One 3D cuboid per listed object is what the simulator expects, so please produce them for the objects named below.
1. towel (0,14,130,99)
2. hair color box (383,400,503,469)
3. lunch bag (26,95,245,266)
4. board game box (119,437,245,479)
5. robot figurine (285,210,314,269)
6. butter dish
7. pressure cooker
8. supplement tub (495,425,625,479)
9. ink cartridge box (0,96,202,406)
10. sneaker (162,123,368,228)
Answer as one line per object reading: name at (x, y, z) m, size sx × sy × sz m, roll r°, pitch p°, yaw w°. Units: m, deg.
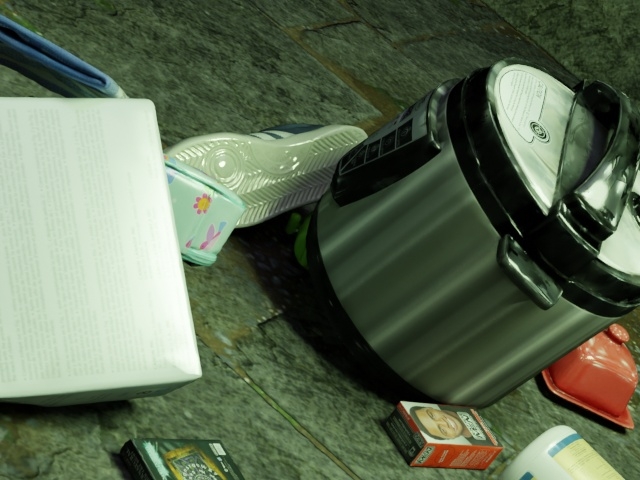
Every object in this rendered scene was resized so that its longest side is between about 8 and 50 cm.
towel at (-0.303, -0.193, 1.815) m, size 0.209 × 0.034 × 0.285 m, roll 28°, pitch -3°, yaw 2°
hair color box at (0.151, 0.240, 2.023) m, size 0.141 × 0.043 × 0.072 m, roll 9°, pitch 36°, yaw -43°
lunch bag at (-0.236, -0.070, 1.968) m, size 0.279 × 0.108 × 0.224 m, roll 26°, pitch 1°, yaw -25°
board game box at (-0.110, 0.272, 1.648) m, size 0.126 × 0.026 × 0.186 m, roll 9°, pitch 35°, yaw -44°
robot figurine at (0.000, 0.000, 2.240) m, size 0.101 × 0.067 × 0.115 m, roll 20°, pitch 25°, yaw -2°
butter dish at (0.399, 0.170, 2.378) m, size 0.160 × 0.118 × 0.160 m, roll 25°, pitch 26°, yaw -19°
pressure cooker at (0.238, -0.024, 2.088) m, size 0.375 × 0.420 × 0.370 m, roll 12°, pitch 49°, yaw -47°
supplement tub at (0.307, 0.331, 1.930) m, size 0.200 × 0.144 × 0.144 m, roll 45°, pitch 26°, yaw 21°
ink cartridge box at (-0.324, 0.014, 1.641) m, size 0.385 × 0.091 × 0.308 m, roll -3°, pitch 75°, yaw -32°
sneaker at (-0.102, -0.088, 2.238) m, size 0.350 × 0.131 × 0.148 m, roll -7°, pitch 6°, yaw -36°
